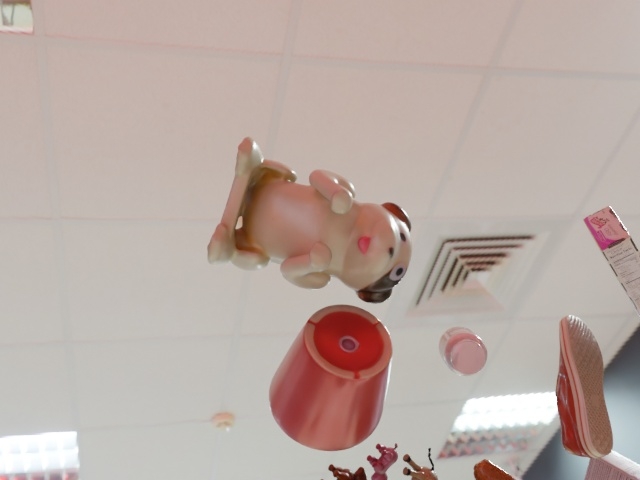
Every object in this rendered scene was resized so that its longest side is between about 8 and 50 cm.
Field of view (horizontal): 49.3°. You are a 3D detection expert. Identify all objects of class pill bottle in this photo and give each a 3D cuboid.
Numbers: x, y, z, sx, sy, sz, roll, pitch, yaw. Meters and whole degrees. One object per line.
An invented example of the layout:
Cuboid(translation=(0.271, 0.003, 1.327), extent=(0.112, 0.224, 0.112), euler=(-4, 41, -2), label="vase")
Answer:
Cuboid(translation=(0.398, 0.310, 1.943), extent=(0.121, 0.121, 0.216), euler=(-20, -2, 4), label="pill bottle")

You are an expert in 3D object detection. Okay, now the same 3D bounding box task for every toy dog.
Cuboid(translation=(0.000, 0.000, 1.556), extent=(0.408, 0.285, 0.395), euler=(16, -16, 8), label="toy dog")

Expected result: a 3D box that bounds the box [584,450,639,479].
Cuboid(translation=(0.691, 0.575, 1.620), extent=(0.072, 0.137, 0.126), euler=(-1, -74, -38), label="box")

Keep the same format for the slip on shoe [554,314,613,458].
Cuboid(translation=(0.579, 0.328, 1.587), extent=(0.123, 0.331, 0.101), euler=(17, -31, -28), label="slip on shoe")

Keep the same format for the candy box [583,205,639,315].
Cuboid(translation=(0.697, 0.055, 1.586), extent=(0.071, 0.159, 0.233), euler=(-30, -70, 19), label="candy box")

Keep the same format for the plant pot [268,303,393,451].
Cuboid(translation=(0.036, 0.290, 1.547), extent=(0.275, 0.275, 0.243), euler=(0, -43, -16), label="plant pot")

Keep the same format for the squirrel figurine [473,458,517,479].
Cuboid(translation=(0.391, 0.774, 1.536), extent=(0.370, 0.397, 0.281), euler=(-40, -23, -44), label="squirrel figurine")

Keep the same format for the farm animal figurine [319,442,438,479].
Cuboid(translation=(0.142, 0.685, 1.733), extent=(0.172, 0.327, 0.330), euler=(39, -37, -26), label="farm animal figurine")
